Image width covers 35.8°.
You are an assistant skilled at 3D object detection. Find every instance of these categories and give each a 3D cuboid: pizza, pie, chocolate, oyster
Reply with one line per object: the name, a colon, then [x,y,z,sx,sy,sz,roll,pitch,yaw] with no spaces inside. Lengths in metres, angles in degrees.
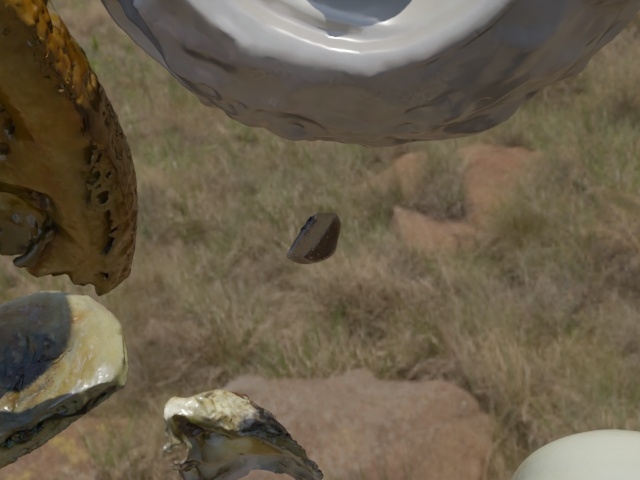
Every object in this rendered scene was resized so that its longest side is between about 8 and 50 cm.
pizza: [-0.339,-0.088,0.633,0.406,0.440,0.130,-3,51,14]
pie: [-0.297,0.130,0.976,0.218,0.052,0.185,-33,45,-6]
chocolate: [0.000,0.000,1.043,0.064,0.031,0.100,-58,13,-10]
oyster: [-0.117,0.293,1.411,0.275,0.271,0.100,5,50,-25]

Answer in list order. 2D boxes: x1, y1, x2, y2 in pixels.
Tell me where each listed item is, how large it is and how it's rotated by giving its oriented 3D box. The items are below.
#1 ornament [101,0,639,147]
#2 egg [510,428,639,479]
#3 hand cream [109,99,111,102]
ornament: [0.029,-0.220,0.523,0.337,0.337,0.337,-10,27,5]
egg: [0.400,0.380,1.245,0.345,0.283,0.283,30,44,24]
hand cream: [-0.487,-0.260,1.516,0.336,0.076,0.121,24,24,-8]
